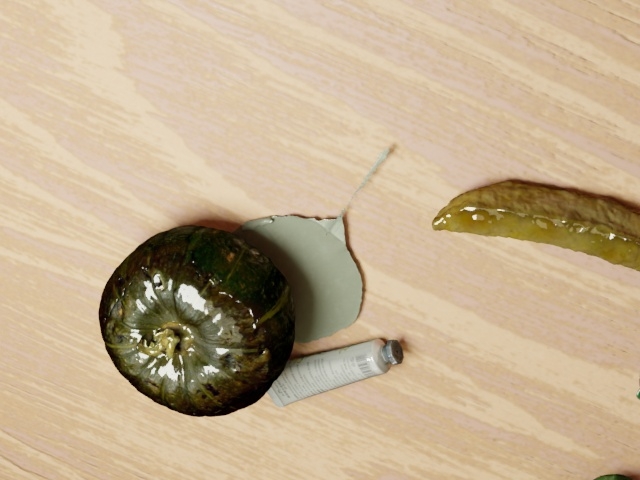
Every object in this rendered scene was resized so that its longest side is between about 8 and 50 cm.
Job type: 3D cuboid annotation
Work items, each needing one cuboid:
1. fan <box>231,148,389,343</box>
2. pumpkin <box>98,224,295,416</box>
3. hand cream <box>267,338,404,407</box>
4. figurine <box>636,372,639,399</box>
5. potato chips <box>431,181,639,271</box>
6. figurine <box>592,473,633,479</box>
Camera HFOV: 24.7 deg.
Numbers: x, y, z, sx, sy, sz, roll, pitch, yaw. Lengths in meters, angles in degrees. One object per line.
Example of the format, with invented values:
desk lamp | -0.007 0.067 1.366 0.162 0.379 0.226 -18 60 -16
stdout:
fan | 0.000 -0.001 1.675 0.182 0.010 0.310 35 126 -4
pumpkin | -0.143 0.098 1.687 0.238 0.159 0.238 13 123 20
hand cream | 0.011 0.155 1.750 0.194 0.042 0.067 -18 121 31
figurine | 0.415 0.163 1.592 0.144 0.114 0.178 -31 115 31
potato chips | 0.323 0.008 1.552 0.407 0.057 0.080 18 129 7
figurine | 0.307 0.384 1.750 0.234 0.127 0.185 -38 111 21
